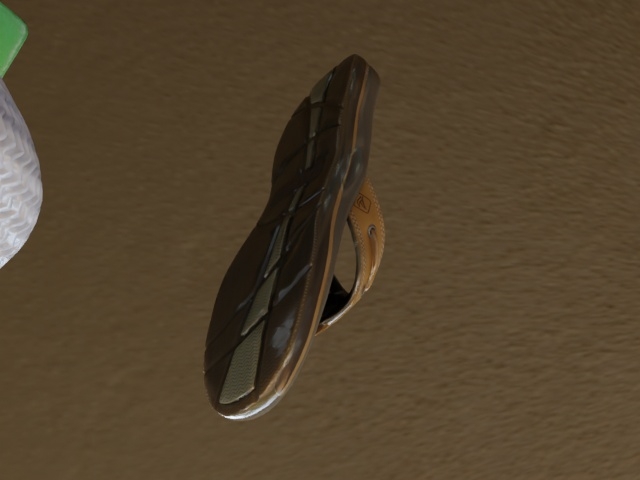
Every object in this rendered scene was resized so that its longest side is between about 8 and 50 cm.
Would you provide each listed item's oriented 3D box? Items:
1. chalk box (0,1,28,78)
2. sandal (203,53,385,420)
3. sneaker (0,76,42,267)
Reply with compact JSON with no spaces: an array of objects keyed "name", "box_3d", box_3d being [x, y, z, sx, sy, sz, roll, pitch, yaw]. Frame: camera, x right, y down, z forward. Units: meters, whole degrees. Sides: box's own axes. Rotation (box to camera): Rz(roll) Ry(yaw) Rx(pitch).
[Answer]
[{"name":"chalk box","box_3d":[-0.262,-0.152,1.053,0.213,0.132,0.132,32,-112,-12]},{"name":"sandal","box_3d":[0.000,0.000,1.002,0.090,0.060,0.219,-32,-148,45]},{"name":"sneaker","box_3d":[-0.243,-0.139,0.716,0.137,0.366,0.210,-31,-131,2]}]
